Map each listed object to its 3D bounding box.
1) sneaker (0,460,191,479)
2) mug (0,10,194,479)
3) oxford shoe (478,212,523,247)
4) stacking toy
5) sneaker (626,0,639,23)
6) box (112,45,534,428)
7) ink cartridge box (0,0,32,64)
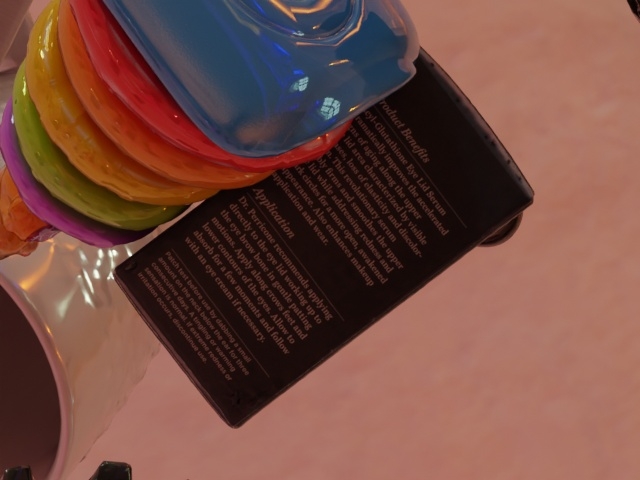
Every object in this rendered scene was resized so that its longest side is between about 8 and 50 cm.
[{"bbox_3d":[-0.048,0.123,0.195,0.085,0.086,0.237,16,40,-4],"label":"sneaker"},{"bbox_3d":[-0.245,-0.026,1.265,0.328,0.276,0.374,-55,139,-57],"label":"mug"},{"bbox_3d":[0.061,-0.077,1.359,0.227,0.096,0.083,41,95,17],"label":"oxford shoe"},{"bbox_3d":[-0.108,-0.062,0.909,0.166,0.302,0.175,53,41,1],"label":"stacking toy"},{"bbox_3d":[0.200,-0.118,0.919,0.124,0.107,0.283,-30,114,-44],"label":"sneaker"},{"bbox_3d":[0.000,0.000,0.974,0.207,0.153,0.108,-38,89,-5],"label":"box"},{"bbox_3d":[-0.100,-0.163,0.569,0.056,0.181,0.225,25,92,-25],"label":"ink cartridge box"}]
